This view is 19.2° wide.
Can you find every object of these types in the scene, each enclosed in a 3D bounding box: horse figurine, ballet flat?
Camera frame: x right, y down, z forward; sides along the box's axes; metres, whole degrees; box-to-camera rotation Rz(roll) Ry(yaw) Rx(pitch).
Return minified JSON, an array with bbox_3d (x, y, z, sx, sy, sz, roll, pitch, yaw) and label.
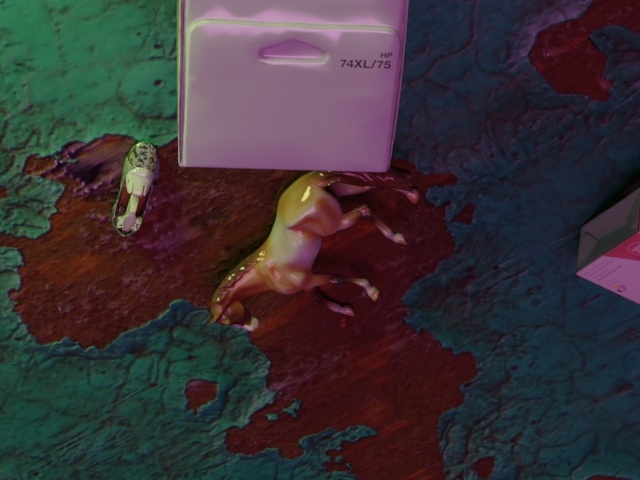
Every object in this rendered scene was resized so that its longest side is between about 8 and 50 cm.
[{"bbox_3d":[0.000,0.000,2.031,0.174,0.066,0.263,14,126,-21],"label":"horse figurine"},{"bbox_3d":[-0.195,-0.049,1.996,0.041,0.041,0.114,12,124,-12],"label":"ballet flat"}]

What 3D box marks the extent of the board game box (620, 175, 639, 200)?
[{"bbox_3d":[0.481,-0.024,2.039,0.281,0.027,0.145,24,144,-20],"label":"board game box"}]

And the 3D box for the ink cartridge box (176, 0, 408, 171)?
[{"bbox_3d":[-0.034,-0.217,1.745,0.198,0.270,0.197,2,126,-5],"label":"ink cartridge box"}]

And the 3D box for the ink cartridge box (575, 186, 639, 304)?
[{"bbox_3d":[0.392,0.027,2.055,0.198,0.067,0.115,24,146,-20],"label":"ink cartridge box"}]
